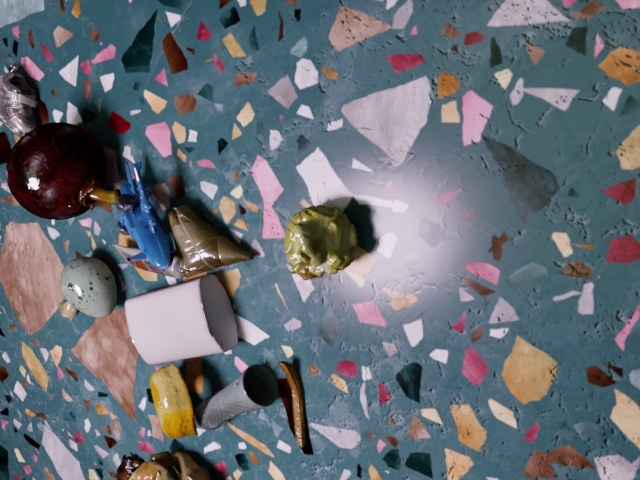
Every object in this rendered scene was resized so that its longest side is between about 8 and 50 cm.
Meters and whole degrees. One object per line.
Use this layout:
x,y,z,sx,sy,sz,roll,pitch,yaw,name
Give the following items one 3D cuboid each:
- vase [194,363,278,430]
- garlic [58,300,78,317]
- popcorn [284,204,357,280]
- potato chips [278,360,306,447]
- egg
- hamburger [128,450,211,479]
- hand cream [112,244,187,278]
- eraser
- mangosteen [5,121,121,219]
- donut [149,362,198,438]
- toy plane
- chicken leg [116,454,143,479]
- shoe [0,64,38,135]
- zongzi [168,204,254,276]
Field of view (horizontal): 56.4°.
-0.199,0.365,1.355,0.219,0.096,0.096,-36,82,36,vase
-0.700,0.188,1.658,0.083,0.041,0.053,-13,90,41,garlic
0.000,0.000,1.123,0.141,0.162,0.136,-12,60,12,popcorn
-0.054,0.351,1.295,0.026,0.037,0.204,4,110,42,potato chips
-0.581,0.119,1.507,0.131,0.131,0.164,-40,78,33,egg
-0.381,0.634,1.497,0.329,0.162,0.209,-33,82,36,hamburger
-0.399,0.050,1.423,0.233,0.050,0.080,9,141,31,hand cream
-0.328,0.189,1.388,0.270,0.094,0.174,-16,93,34,eraser
-0.583,-0.142,1.391,0.261,0.235,0.236,28,116,8,mangosteen
-0.349,0.383,1.407,0.174,0.074,0.190,61,156,29,donut
-0.394,-0.040,1.324,0.254,0.104,0.271,106,148,-48,toy plane
-0.511,0.717,1.669,0.105,0.051,0.254,-13,98,29,chicken leg
-0.775,-0.362,1.541,0.092,0.089,0.180,-29,88,22,shoe
-0.241,-0.014,1.297,0.176,0.078,0.160,-16,93,24,zongzi
